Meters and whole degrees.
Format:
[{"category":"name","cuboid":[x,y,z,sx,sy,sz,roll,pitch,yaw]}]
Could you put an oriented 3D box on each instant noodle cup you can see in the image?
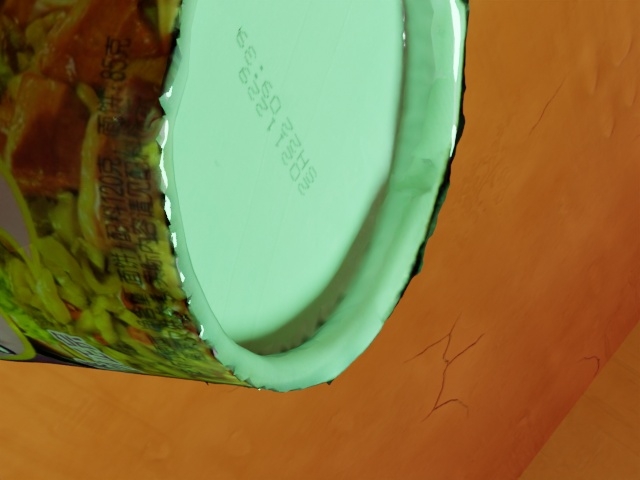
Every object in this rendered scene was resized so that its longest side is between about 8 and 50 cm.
[{"category":"instant noodle cup","cuboid":[-0.097,-0.078,0.591,0.340,0.266,0.340,-33,128,-54]}]
